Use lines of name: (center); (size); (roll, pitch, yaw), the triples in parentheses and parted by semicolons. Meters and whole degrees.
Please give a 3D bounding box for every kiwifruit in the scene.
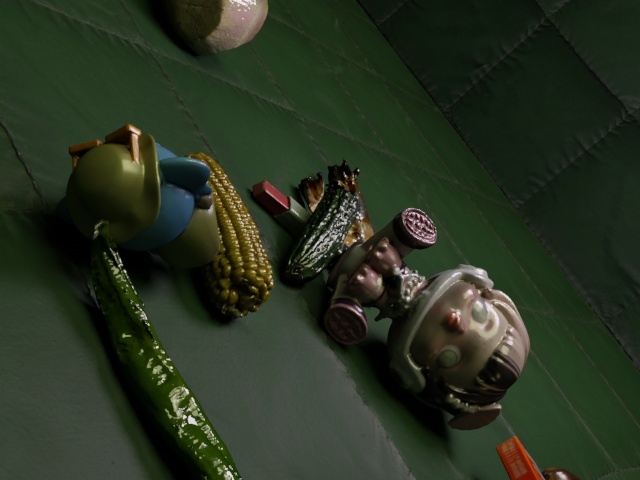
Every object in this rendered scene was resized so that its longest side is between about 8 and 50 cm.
kiwifruit: (0.455, 0.467, 1.794); (0.124, 0.075, 0.075); (41, 20, -28)

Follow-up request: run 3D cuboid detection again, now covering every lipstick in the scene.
lipstick: (0.000, 0.000, 1.753); (0.312, 0.051, 0.051); (41, 24, -16)

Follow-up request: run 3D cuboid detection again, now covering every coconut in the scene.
coconut: (-0.223, -0.503, 2.022); (0.237, 0.197, 0.237); (35, 25, -19)

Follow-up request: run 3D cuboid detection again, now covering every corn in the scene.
corn: (-0.149, -0.022, 1.410); (0.102, 0.102, 0.313); (26, 29, -47)

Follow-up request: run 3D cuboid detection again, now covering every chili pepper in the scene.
chili pepper: (-0.182, 0.143, 1.072); (0.359, 0.076, 0.085); (57, 2, 14)

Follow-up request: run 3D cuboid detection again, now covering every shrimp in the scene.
shrimp: (0.025, -0.067, 1.923); (0.178, 0.075, 0.289); (25, 43, -42)

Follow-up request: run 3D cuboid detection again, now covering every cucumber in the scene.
cucumber: (0.004, -0.004, 1.666); (0.077, 0.077, 0.265); (43, 41, -13)

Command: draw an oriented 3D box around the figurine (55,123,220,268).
figurine: (-0.221, -0.042, 1.215); (0.180, 0.154, 0.262); (15, -19, 14)

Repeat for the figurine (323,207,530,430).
figurine: (0.191, 0.128, 1.642); (0.361, 0.253, 0.211); (38, 4, -4)

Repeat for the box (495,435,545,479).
box: (0.388, 0.477, 1.526); (0.265, 0.048, 0.273); (56, 5, -16)
